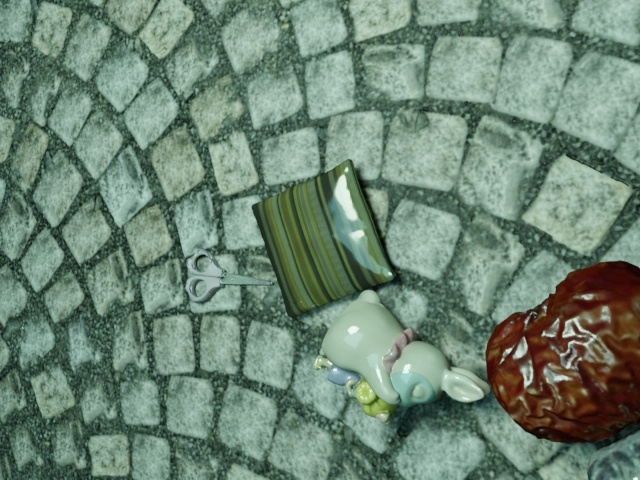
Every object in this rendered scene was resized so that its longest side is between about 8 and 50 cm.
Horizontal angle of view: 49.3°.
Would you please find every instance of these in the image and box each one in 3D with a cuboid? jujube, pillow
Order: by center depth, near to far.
[{"bbox_3d":[0.336,0.145,0.866,0.232,0.213,0.213,-46,69,28],"label":"jujube"},{"bbox_3d":[0.000,0.000,1.145,0.212,0.052,0.208,-23,81,29],"label":"pillow"}]

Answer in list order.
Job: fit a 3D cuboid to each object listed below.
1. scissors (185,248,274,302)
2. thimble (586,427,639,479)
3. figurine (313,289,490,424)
[{"bbox_3d":[-0.166,0.069,1.258,0.189,0.015,0.100,4,89,28],"label":"scissors"},{"bbox_3d":[0.434,0.316,0.798,0.157,0.217,0.245,-39,114,22],"label":"thimble"},{"bbox_3d":[0.117,0.200,1.038,0.235,0.127,0.155,36,87,22],"label":"figurine"}]
